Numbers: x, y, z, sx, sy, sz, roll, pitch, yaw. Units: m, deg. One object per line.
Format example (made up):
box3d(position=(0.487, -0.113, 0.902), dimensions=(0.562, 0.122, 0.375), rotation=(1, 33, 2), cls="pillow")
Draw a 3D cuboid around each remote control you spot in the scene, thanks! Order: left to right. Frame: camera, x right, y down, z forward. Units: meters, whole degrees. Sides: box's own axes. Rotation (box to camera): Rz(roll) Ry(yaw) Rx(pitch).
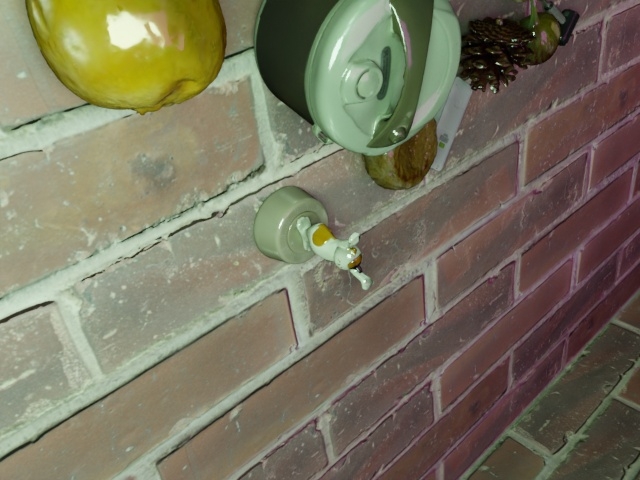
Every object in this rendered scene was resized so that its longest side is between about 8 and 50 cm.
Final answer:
box3d(position=(0.343, -0.320, 1.566), dimensions=(0.103, 0.034, 0.250), rotation=(13, 99, -46), cls="remote control")

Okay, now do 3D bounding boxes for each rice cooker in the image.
box3d(position=(0.074, -0.348, 1.050), dimensions=(0.335, 0.325, 0.335), rotation=(-20, 132, -24), cls="rice cooker")

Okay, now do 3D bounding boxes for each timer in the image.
box3d(position=(0.000, 0.000, 1.218), dimensions=(0.175, 0.266, 0.175), rotation=(-20, 121, -36), cls="timer")

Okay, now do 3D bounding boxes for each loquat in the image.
box3d(position=(-0.271, -0.329, 0.817), dimensions=(0.275, 0.276, 0.284), rotation=(-15, 115, -39), cls="loquat")

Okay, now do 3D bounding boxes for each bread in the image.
box3d(position=(0.190, -0.235, 1.397), dimensions=(0.229, 0.123, 0.230), rotation=(-19, 118, -42), cls="bread")

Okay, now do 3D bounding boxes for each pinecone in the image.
box3d(position=(0.452, -0.484, 1.487), dimensions=(0.207, 0.207, 0.208), rotation=(-20, 122, -36), cls="pinecone")

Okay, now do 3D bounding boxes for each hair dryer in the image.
box3d(position=(0.722, -0.692, 1.754), dimensions=(0.197, 0.057, 0.101), rotation=(23, 92, -38), cls="hair dryer")

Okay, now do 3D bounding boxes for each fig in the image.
box3d(position=(0.598, -0.607, 1.583), dimensions=(0.149, 0.149, 0.245), rotation=(-53, 146, -11), cls="fig")

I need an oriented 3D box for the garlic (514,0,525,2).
box3d(position=(0.593, -0.768, 1.546), dimensions=(0.217, 0.110, 0.228), rotation=(-23, 124, -31), cls="garlic")
